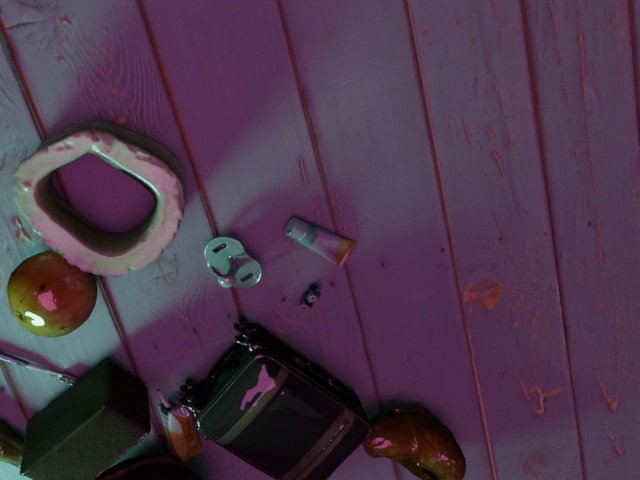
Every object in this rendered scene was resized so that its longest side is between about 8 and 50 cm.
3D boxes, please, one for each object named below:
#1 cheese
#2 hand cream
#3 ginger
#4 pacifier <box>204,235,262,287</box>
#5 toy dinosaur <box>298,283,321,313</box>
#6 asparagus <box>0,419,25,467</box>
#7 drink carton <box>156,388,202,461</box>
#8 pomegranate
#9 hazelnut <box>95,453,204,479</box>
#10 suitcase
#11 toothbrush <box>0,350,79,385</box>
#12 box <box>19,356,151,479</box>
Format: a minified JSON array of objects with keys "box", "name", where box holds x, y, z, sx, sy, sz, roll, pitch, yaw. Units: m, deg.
[{"box":[-0.458,-0.101,1.503,0.332,0.153,0.292,36,100,-21],"name":"cheese"},{"box":[0.000,0.000,1.682,0.174,0.047,0.076,27,101,-27],"name":"hand cream"},{"box":[0.243,0.526,1.854,0.321,0.172,0.165,30,140,-18],"name":"ginger"},{"box":[-0.210,0.066,1.629,0.126,0.117,0.150,-22,118,26],"name":"pacifier"},{"box":[-0.021,0.136,1.720,0.030,0.047,0.083,31,103,-17],"name":"toy dinosaur"},{"box":[-0.781,0.463,1.686,0.343,0.082,0.085,41,62,-21],"name":"asparagus"},{"box":[-0.351,0.437,1.748,0.074,0.084,0.200,-24,116,-36],"name":"drink carton"},{"box":[-0.574,0.111,1.537,0.191,0.191,0.191,-3,110,-9],"name":"pomegranate"},{"box":[-0.439,0.698,1.705,0.409,0.359,0.359,-23,112,-4],"name":"hazelnut"},{"box":[-0.094,0.409,1.728,0.434,0.194,0.283,38,99,-21],"name":"suitcase"},{"box":[-0.704,0.284,1.661,0.288,0.026,0.024,26,95,-17],"name":"toothbrush"},{"box":[-0.541,0.434,1.649,0.273,0.184,0.143,-40,121,6],"name":"box"}]
